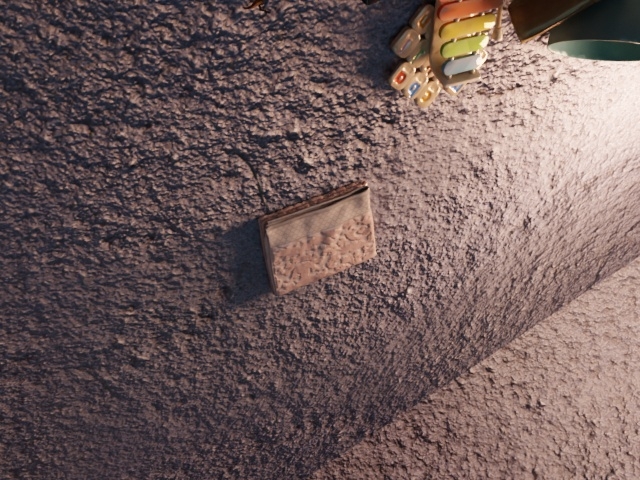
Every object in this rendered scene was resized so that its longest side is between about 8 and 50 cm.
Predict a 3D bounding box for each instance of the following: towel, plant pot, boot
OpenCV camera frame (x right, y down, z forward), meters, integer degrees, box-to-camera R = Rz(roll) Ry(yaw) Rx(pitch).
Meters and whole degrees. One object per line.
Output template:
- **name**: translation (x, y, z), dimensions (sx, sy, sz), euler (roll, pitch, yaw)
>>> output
- **towel**: translation (0.000, 0.000, 2.385), dimensions (0.332, 0.053, 0.316), euler (-21, 140, -11)
- **plant pot**: translation (0.726, -0.569, 2.107), dimensions (0.290, 0.290, 0.195), euler (3, 95, -35)
- **boot**: translation (0.577, -0.617, 2.027), dimensions (0.270, 0.236, 0.089), euler (-23, 134, 23)

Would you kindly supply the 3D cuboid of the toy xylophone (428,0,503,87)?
- **toy xylophone**: translation (0.363, -0.532, 2.007), dimensions (0.236, 0.081, 0.322), euler (-24, 137, -16)

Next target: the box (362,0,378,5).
- **box**: translation (0.164, -0.679, 1.666), dimensions (0.296, 0.182, 0.294), euler (-26, 142, -10)

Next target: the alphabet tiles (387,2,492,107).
- **alphabet tiles**: translation (0.298, -0.470, 2.093), dimensions (0.284, 0.021, 0.278), euler (23, 110, -45)

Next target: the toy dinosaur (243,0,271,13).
- **toy dinosaur**: translation (-0.110, -0.521, 1.775), dimensions (0.090, 0.047, 0.082), euler (1, 114, -19)
